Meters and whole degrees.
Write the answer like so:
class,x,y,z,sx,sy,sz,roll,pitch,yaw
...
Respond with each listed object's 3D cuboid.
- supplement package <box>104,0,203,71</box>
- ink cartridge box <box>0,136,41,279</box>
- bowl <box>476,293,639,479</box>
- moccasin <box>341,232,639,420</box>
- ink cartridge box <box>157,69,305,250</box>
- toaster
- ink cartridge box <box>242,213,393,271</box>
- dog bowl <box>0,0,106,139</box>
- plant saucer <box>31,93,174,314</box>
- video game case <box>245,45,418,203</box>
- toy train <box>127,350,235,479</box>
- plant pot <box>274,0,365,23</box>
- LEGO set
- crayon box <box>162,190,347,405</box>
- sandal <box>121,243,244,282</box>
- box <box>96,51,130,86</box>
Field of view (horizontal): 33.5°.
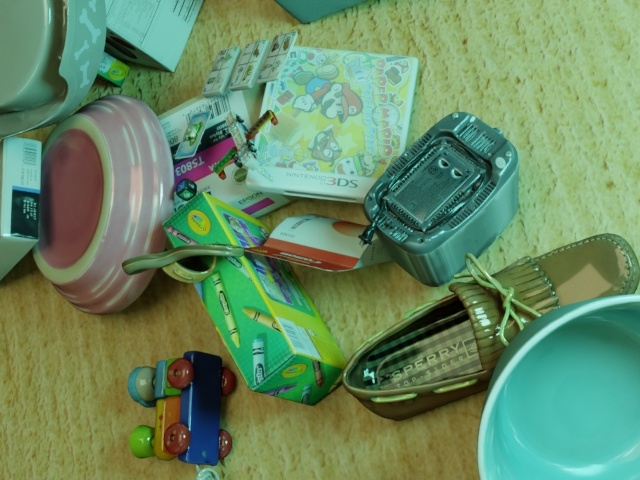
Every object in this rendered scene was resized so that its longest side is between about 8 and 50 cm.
class,x,y,z,sx,sy,sz,roll,pitch,yaw
supplement package,-0.329,-0.384,1.666,0.194,0.203,0.149,19,85,31
ink cartridge box,-0.523,-0.026,1.687,0.333,0.065,0.165,-29,59,52
bowl,0.305,0.188,1.147,0.312,0.163,0.311,-1,102,-4
moccasin,0.199,0.098,1.279,0.380,0.147,0.139,-23,66,20
ink cartridge box,-0.151,-0.115,1.560,0.235,0.088,0.193,-25,64,18
toaster,0.151,-0.038,1.327,0.227,0.146,0.129,-45,61,-9
ink cartridge box,0.000,0.000,1.394,0.145,0.179,0.045,13,99,30
dog bowl,-0.455,-0.317,1.552,0.349,0.102,0.348,3,95,33
plant saucer,-0.341,-0.056,1.577,0.332,0.084,0.332,-8,79,48
video game case,0.018,-0.162,1.463,0.206,0.026,0.226,7,67,8
toy train,-0.205,0.283,1.466,0.143,0.105,0.248,-11,70,35
plant pot,-0.014,-0.488,1.479,0.248,0.252,0.247,-12,70,38
LEGO set,-0.115,-0.163,1.468,0.182,0.060,0.244,-2,61,49
crayon box,-0.084,0.078,1.421,0.081,0.165,0.278,-39,61,13
sandal,-0.172,0.033,1.347,0.180,0.072,0.049,-11,86,27
box,-0.397,-0.304,1.690,0.105,0.179,0.043,23,86,31
